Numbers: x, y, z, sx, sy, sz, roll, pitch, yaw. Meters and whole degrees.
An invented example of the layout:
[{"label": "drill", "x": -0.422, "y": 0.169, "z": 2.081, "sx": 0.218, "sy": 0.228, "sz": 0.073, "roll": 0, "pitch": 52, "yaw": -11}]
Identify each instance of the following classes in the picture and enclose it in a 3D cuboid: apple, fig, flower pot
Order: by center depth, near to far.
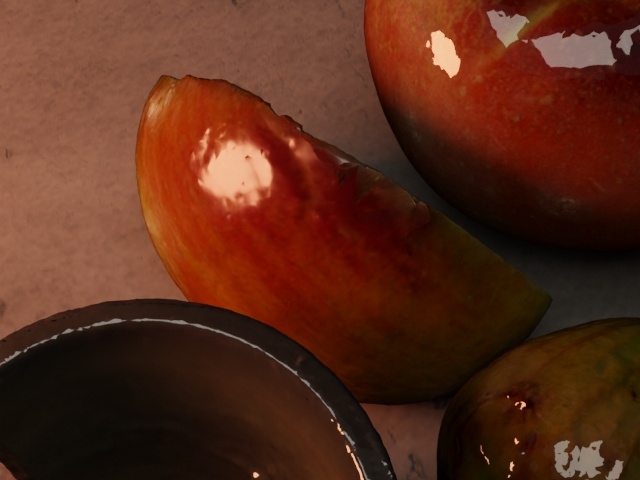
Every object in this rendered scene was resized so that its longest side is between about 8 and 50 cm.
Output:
[{"label": "flower pot", "x": -0.109, "y": 0.259, "z": 1.426, "sx": 0.379, "sy": 0.251, "sz": 0.379, "roll": -2, "pitch": 66, "yaw": 4}, {"label": "fig", "x": 0.237, "y": 0.115, "z": 1.470, "sx": 0.217, "sy": 0.217, "sz": 0.321, "roll": 37, "pitch": 79, "yaw": 17}, {"label": "apple", "x": 0.000, "y": 0.000, "z": 1.515, "sx": 0.346, "sy": 0.254, "sz": 0.179, "roll": 33, "pitch": 39, "yaw": -3}, {"label": "apple", "x": 0.210, "y": -0.156, "z": 1.550, "sx": 0.348, "sy": 0.277, "sz": 0.348, "roll": -2, "pitch": 65, "yaw": 5}]
